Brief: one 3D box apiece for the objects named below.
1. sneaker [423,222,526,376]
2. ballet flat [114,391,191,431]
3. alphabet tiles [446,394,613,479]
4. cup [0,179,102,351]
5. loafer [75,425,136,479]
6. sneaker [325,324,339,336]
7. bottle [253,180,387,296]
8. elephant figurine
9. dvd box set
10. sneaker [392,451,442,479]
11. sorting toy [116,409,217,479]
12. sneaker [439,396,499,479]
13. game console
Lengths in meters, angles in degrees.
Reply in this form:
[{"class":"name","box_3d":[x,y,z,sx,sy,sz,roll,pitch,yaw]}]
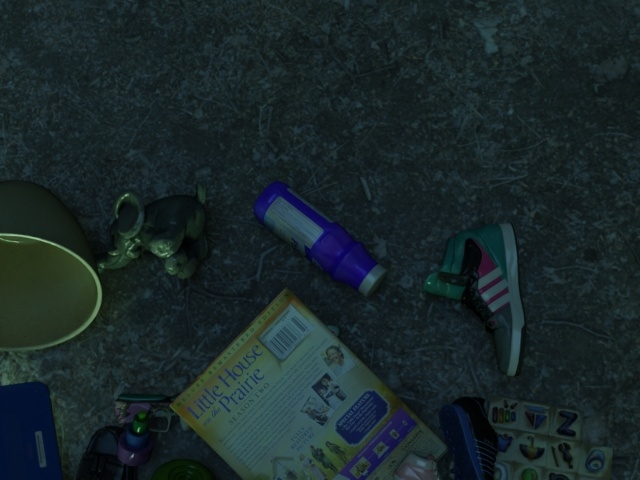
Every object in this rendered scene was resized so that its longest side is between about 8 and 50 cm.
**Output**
[{"class":"sneaker","box_3d":[0.282,0.108,1.626,0.178,0.124,0.296,-2,67,2]},{"class":"ballet flat","box_3d":[-0.287,0.327,1.675,0.221,0.077,0.079,-6,92,7]},{"class":"alphabet tiles","box_3d":[0.368,0.460,1.565,0.284,0.011,0.343,8,72,13]},{"class":"cup","box_3d":[-0.591,0.021,1.690,0.330,0.331,0.237,-15,47,3]},{"class":"loafer","box_3d":[-0.415,0.498,1.626,0.109,0.095,0.303,3,76,10]},{"class":"sneaker","box_3d":[-0.018,0.186,1.690,0.098,0.038,0.069,19,78,12]},{"class":"bottle","box_3d":[0.000,0.000,1.697,0.282,0.118,0.092,38,82,14]},{"class":"elephant figurine","box_3d":[-0.351,-0.025,1.739,0.239,0.169,0.186,15,48,27]},{"class":"dvd box set","box_3d":[-0.021,0.338,1.597,0.420,0.062,0.307,43,83,4]},{"class":"sneaker","box_3d":[0.200,0.421,1.536,0.134,0.051,0.070,31,90,1]},{"class":"sorting toy","box_3d":[-0.216,0.417,1.562,0.365,0.127,0.126,29,121,23]},{"class":"sneaker","box_3d":[0.283,0.394,1.557,0.090,0.081,0.233,-9,86,-35]},{"class":"game console","box_3d":[-0.639,0.448,1.678,0.250,0.173,0.293,-4,58,-26]}]
